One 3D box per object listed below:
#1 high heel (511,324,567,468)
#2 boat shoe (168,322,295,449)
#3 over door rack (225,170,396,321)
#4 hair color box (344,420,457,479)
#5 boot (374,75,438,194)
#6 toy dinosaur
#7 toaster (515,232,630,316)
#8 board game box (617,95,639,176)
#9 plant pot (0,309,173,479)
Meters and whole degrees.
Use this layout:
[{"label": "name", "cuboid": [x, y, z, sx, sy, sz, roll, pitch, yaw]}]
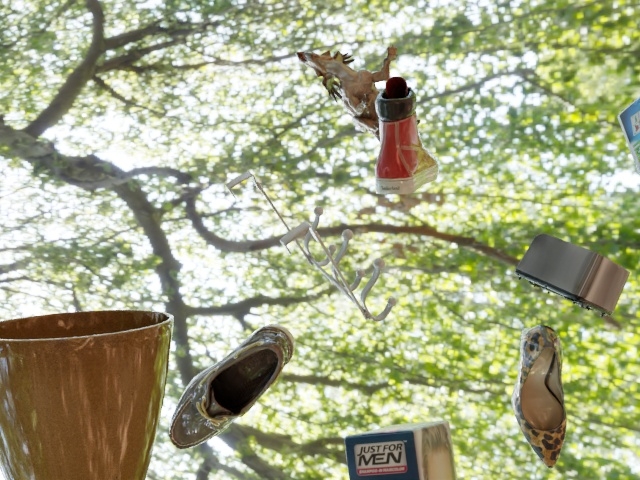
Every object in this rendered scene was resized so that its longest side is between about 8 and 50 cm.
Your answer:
[{"label": "high heel", "cuboid": [0.390, 0.279, 1.242, 0.186, 0.093, 0.261, 39, -136, -80]}, {"label": "boat shoe", "cuboid": [-0.179, 0.288, 1.342, 0.116, 0.324, 0.097, 47, -167, -2]}, {"label": "over door rack", "cuboid": [0.000, 0.000, 1.337, 0.108, 0.239, 0.324, -48, -46, -1]}, {"label": "hair color box", "cuboid": [0.131, 0.431, 0.967, 0.174, 0.105, 0.347, 19, -119, -64]}, {"label": "boot", "cuboid": [0.144, -0.181, 1.173, 0.244, 0.088, 0.176, -36, -55, -68]}, {"label": "toy dinosaur", "cuboid": [0.087, -0.295, 1.509, 0.127, 0.200, 0.296, -36, -65, -23]}, {"label": "toaster", "cuboid": [0.521, 0.074, 1.453, 0.168, 0.185, 0.110, 20, -85, -42]}, {"label": "board game box", "cuboid": [0.484, -0.119, 0.866, 0.053, 0.193, 0.305, 26, -138, -19]}, {"label": "plant pot", "cuboid": [-0.291, 0.224, 0.860, 0.237, 0.237, 0.255, -5, -86, -47]}]
